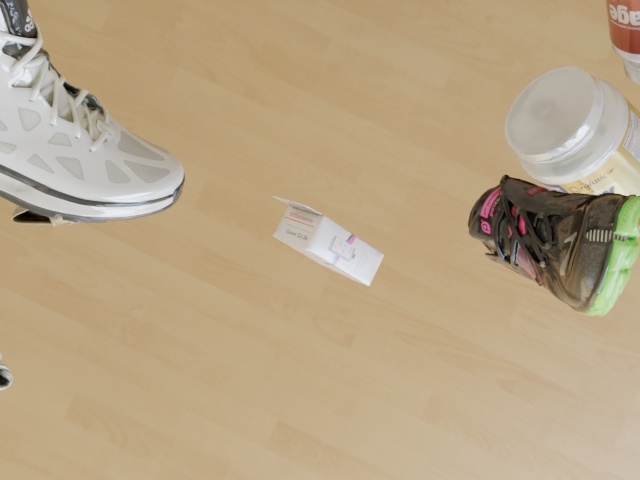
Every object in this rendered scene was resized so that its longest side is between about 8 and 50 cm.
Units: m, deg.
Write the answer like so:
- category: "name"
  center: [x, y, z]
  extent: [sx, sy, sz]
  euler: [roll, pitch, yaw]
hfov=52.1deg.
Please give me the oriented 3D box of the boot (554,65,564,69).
- category: "boot"
  center: [0.549, -0.345, 1.561]
  extent: [0.059, 0.085, 0.158]
  euler: [32, 102, -11]

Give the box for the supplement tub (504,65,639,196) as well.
- category: "supplement tub"
  center: [0.544, -0.186, 1.326]
  extent: [0.316, 0.228, 0.229]
  euler: [28, 89, -33]

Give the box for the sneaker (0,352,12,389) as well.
- category: "sneaker"
  center: [-0.688, 0.272, 1.345]
  extent: [0.115, 0.232, 0.090]
  euler: [29, 82, -9]

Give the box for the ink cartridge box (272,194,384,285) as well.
- category: "ink cartridge box"
  center: [0.000, 0.000, 1.129]
  extent: [0.198, 0.115, 0.067]
  euler: [32, 82, -35]

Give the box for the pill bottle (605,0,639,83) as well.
- category: "pill bottle"
  center: [0.461, -0.326, 0.904]
  extent: [0.121, 0.216, 0.121]
  euler: [-16, 46, 18]

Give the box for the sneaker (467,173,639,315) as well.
- category: "sneaker"
  center: [0.341, -0.003, 1.024]
  extent: [0.202, 0.483, 0.186]
  euler: [18, 90, -1]

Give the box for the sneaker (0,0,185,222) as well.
- category: "sneaker"
  center: [-0.357, -0.184, 0.839]
  extent: [0.447, 0.169, 0.258]
  euler: [14, 127, -30]

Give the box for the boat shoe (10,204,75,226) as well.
- category: "boat shoe"
  center: [-0.432, -0.049, 1.103]
  extent: [0.189, 0.072, 0.068]
  euler: [-8, 121, 17]
